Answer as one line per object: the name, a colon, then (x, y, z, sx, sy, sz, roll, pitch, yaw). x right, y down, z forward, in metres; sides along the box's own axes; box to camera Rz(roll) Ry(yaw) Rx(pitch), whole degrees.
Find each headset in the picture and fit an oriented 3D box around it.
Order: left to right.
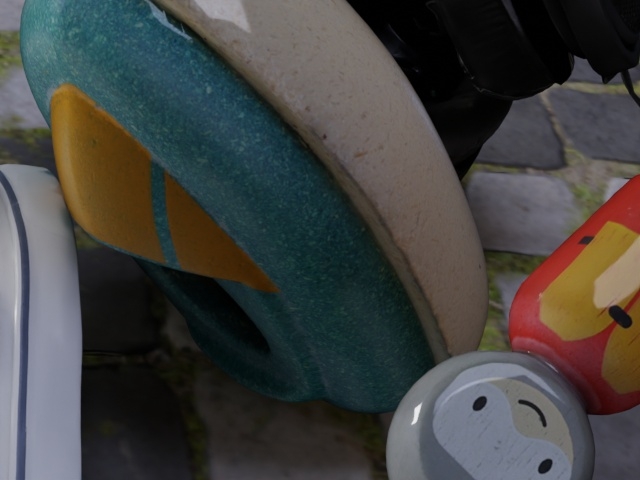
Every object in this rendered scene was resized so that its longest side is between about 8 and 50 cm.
headset: (0.070, -0.082, 0.917, 0.394, 0.243, 0.185, 13, 58, -35)

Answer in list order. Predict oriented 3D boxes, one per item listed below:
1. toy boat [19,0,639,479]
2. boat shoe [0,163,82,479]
toy boat: (0.000, 0.000, 0.725, 0.148, 0.267, 0.318, -48, 43, -16)
boat shoe: (-0.140, 0.057, 0.737, 0.084, 0.095, 0.258, 9, 36, -17)
